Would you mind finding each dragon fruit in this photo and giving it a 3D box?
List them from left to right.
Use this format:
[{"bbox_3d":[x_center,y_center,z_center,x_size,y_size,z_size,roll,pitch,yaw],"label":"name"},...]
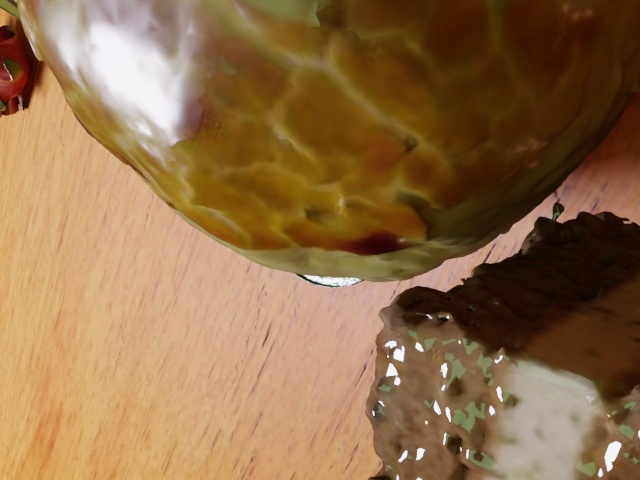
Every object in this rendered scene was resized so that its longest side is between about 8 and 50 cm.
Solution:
[{"bbox_3d":[-0.358,-0.184,1.024,0.086,0.081,0.116,34,147,46],"label":"dragon fruit"}]

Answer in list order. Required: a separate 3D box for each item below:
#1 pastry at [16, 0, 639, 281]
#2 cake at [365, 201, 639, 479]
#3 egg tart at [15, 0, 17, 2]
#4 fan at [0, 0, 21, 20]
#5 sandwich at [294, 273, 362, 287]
[{"bbox_3d":[0.002,-0.159,0.546,0.389,0.313,0.388,19,119,38],"label":"pastry"},{"bbox_3d":[0.196,0.156,0.512,0.290,0.256,0.282,27,122,36],"label":"cake"},{"bbox_3d":[-0.158,-0.297,0.666,0.115,0.290,0.290,25,119,32],"label":"egg tart"},{"bbox_3d":[-0.269,-0.219,0.827,0.335,0.229,0.011,23,83,7],"label":"fan"},{"bbox_3d":[-0.002,0.001,0.795,0.135,0.029,0.067,30,117,33],"label":"sandwich"}]
